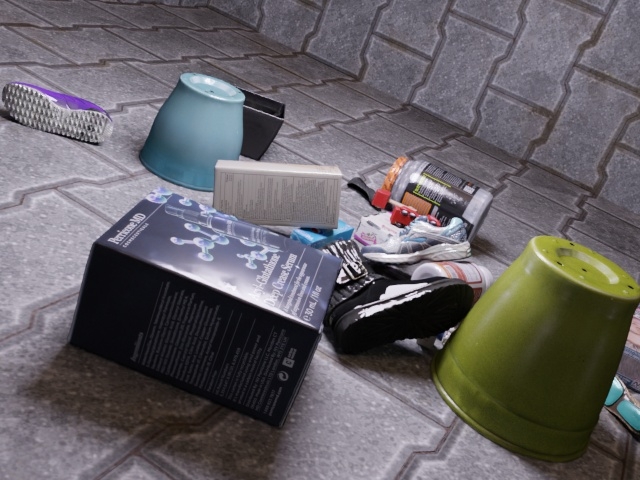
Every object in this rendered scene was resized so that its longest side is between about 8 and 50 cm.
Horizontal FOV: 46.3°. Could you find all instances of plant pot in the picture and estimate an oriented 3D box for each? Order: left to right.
[{"bbox_3d":[-0.331,-0.309,2.049,0.272,0.255,0.271,18,24,-8],"label":"plant pot"},{"bbox_3d":[-0.226,-0.365,2.369,0.187,0.167,0.188,18,25,-9],"label":"plant pot"},{"bbox_3d":[0.464,0.193,1.541,0.367,0.353,0.366,18,24,-8],"label":"plant pot"}]

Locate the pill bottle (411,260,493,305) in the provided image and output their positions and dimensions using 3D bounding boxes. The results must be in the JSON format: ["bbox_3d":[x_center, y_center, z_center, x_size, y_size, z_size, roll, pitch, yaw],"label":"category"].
[{"bbox_3d":[0.338,0.113,1.892,0.216,0.121,0.121,-1,32,-43],"label":"pill bottle"}]

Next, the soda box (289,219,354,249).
[{"bbox_3d":[0.000,0.000,1.902,0.067,0.071,0.210,31,25,24],"label":"soda box"}]

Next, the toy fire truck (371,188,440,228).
[{"bbox_3d":[0.244,-0.077,2.128,0.192,0.047,0.135,20,22,-6],"label":"toy fire truck"}]

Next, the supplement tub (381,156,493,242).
[{"bbox_3d":[0.357,-0.126,2.327,0.316,0.193,0.193,29,25,15],"label":"supplement tub"}]

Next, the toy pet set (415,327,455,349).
[{"bbox_3d":[0.249,0.191,1.718,0.122,0.065,0.114,26,24,9],"label":"toy pet set"}]

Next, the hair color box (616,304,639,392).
[{"bbox_3d":[0.830,0.269,2.001,0.174,0.105,0.347,26,25,11],"label":"hair color box"}]

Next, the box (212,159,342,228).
[{"bbox_3d":[-0.109,-0.116,1.860,0.311,0.148,0.121,4,15,-5],"label":"box"}]

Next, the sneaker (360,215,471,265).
[{"bbox_3d":[0.243,0.001,1.941,0.283,0.122,0.110,-5,-5,9],"label":"sneaker"}]

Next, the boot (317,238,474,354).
[{"bbox_3d":[0.135,0.098,1.652,0.348,0.131,0.260,-10,35,-21],"label":"boot"}]

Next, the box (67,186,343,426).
[{"bbox_3d":[-0.190,0.105,1.345,0.396,0.212,0.293,21,24,0],"label":"box"}]

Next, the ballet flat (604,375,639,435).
[{"bbox_3d":[0.697,0.379,1.723,0.067,0.073,0.206,40,14,-33],"label":"ballet flat"}]

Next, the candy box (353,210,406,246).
[{"bbox_3d":[0.226,-0.013,2.125,0.159,0.071,0.233,36,26,28],"label":"candy box"}]

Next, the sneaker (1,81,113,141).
[{"bbox_3d":[-0.706,-0.352,2.031,0.293,0.102,0.146,20,19,-16],"label":"sneaker"}]

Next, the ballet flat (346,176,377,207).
[{"bbox_3d":[0.144,-0.147,2.390,0.049,0.057,0.173,-31,42,-10],"label":"ballet flat"}]
